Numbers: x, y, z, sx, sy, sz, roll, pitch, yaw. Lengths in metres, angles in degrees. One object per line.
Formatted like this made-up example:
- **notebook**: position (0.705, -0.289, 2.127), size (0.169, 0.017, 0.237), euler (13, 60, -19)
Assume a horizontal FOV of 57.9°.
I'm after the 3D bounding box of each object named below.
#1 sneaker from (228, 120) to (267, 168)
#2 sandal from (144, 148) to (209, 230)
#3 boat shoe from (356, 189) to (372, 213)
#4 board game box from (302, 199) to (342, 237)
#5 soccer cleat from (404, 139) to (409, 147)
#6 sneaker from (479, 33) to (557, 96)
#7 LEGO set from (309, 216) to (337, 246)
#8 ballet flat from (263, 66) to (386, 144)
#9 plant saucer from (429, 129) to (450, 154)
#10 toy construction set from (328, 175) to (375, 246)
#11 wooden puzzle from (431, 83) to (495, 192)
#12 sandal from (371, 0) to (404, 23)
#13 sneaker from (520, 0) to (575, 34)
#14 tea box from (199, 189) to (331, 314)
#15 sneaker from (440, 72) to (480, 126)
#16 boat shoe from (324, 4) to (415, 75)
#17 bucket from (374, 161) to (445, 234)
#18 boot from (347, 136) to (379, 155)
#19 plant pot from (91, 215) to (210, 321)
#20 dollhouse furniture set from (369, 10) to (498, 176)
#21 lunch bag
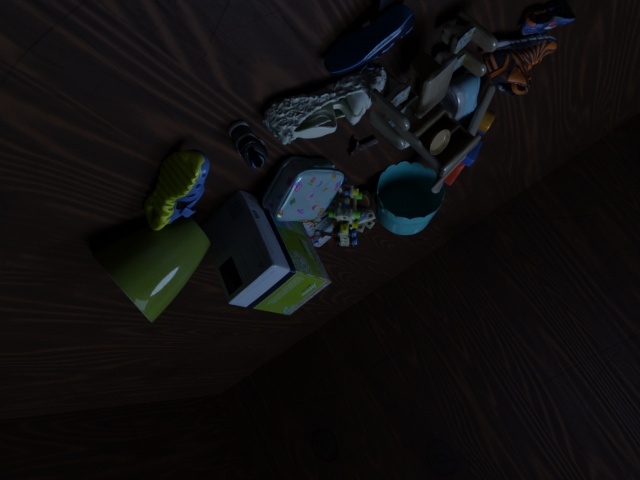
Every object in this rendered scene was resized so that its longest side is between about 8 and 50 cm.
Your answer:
- **sneaker**: position (-0.192, -0.244, 1.666), size (0.079, 0.121, 0.217), euler (-31, 159, 5)
- **sandal**: position (-0.387, -0.151, 1.638), size (0.138, 0.126, 0.317), euler (-15, 163, -43)
- **boat shoe**: position (0.180, -0.168, 2.418), size (0.207, 0.073, 0.073), euler (87, 27, -70)
- **board game box**: position (-0.040, -0.096, 2.294), size (0.193, 0.053, 0.305), euler (-40, 157, 22)
- **soccer cleat**: position (0.319, -0.396, 1.998), size (0.196, 0.068, 0.076), euler (-55, -170, -29)
- **sneaker**: position (0.682, -0.582, 1.950), size (0.321, 0.180, 0.124), euler (-16, 178, -23)
- **LEGO set**: position (0.000, 0.000, 2.415), size (0.244, 0.060, 0.182), euler (-40, 154, 24)
- **ballet flat**: position (0.034, -0.373, 1.663), size (0.409, 0.147, 0.147), euler (-24, 158, -18)
- **plant saucer**: position (0.349, -0.293, 1.708), size (0.083, 0.015, 0.083), euler (-29, 142, -26)
- **toy construction set**: position (0.110, -0.097, 2.258), size (0.151, 0.215, 0.327), euler (-3, 160, 19)
- **wooden puzzle**: position (0.548, -0.363, 2.166), size (0.322, 0.080, 0.348), euler (-62, 177, -22)
- **sandal**: position (0.173, -0.616, 1.426), size (0.097, 0.054, 0.254), euler (-15, 165, -18)
- **sneaker**: position (0.742, -0.728, 1.901), size (0.221, 0.083, 0.087), euler (-16, 168, -22)
- **tea box**: position (-0.188, 0.049, 1.983), size (0.220, 0.329, 0.323), euler (-39, 149, 21)
- **sneaker**: position (0.500, -0.462, 2.082), size (0.150, 0.135, 0.366), euler (-31, 164, -10)
- **boat shoe**: position (0.134, -0.498, 1.496), size (0.258, 0.109, 0.089), euler (-21, 168, 26)
- **bucket**: position (0.353, -0.167, 2.370), size (0.281, 0.281, 0.183), euler (-25, 159, -14)
- **boot**: position (0.157, -0.342, 2.024), size (0.114, 0.037, 0.106), euler (-21, 170, -16)
- **plant pot**: position (-0.496, 0.056, 1.797), size (0.293, 0.275, 0.275), euler (-41, 162, -17)
- **dollhouse furniture set**: position (0.366, -0.399, 1.763), size (0.362, 0.256, 0.394), euler (-43, 168, -8)
- **lunch bag**: position (-0.054, -0.180, 1.976), size (0.279, 0.108, 0.224), euler (-8, 132, -54)
